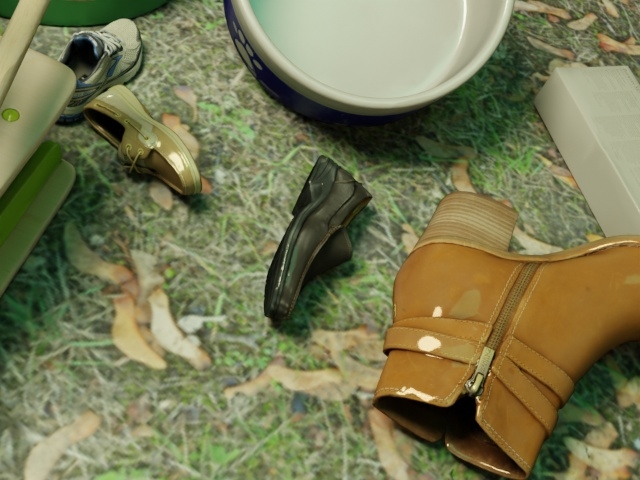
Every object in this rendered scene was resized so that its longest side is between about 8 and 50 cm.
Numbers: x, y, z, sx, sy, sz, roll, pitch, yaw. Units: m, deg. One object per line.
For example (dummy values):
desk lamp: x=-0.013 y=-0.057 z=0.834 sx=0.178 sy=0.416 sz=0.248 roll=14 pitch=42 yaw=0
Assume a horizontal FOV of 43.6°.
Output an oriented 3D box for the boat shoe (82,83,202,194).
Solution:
boat shoe: x=-0.154 y=-0.080 z=0.687 sx=0.045 sy=0.050 sz=0.135 roll=-32 pitch=60 yaw=-29

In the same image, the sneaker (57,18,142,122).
sneaker: x=-0.200 y=-0.165 z=0.722 sx=0.052 sy=0.058 sz=0.135 roll=25 pitch=52 yaw=1

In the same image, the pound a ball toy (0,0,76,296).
pound a ball toy: x=-0.268 y=-0.054 z=0.531 sx=0.136 sy=0.208 sz=0.319 roll=22 pitch=53 yaw=-2

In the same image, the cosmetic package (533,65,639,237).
cosmetic package: x=0.315 y=-0.072 z=0.817 sx=0.099 sy=0.060 sz=0.239 roll=-6 pitch=59 yaw=-19

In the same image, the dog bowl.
dog bowl: x=0.041 y=-0.243 z=0.751 sx=0.265 sy=0.104 sz=0.265 roll=1 pitch=87 yaw=-12

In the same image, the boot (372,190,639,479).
boot: x=0.191 y=0.086 z=0.636 sx=0.283 sy=0.109 sz=0.220 roll=24 pitch=51 yaw=2

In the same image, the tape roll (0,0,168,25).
tape roll: x=-0.276 y=-0.359 z=0.823 sx=0.321 sy=0.077 sz=0.321 roll=8 pitch=54 yaw=-11

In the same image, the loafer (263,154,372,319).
loafer: x=0.000 y=0.000 z=0.670 sx=0.061 sy=0.062 sz=0.170 roll=26 pitch=54 yaw=-5
